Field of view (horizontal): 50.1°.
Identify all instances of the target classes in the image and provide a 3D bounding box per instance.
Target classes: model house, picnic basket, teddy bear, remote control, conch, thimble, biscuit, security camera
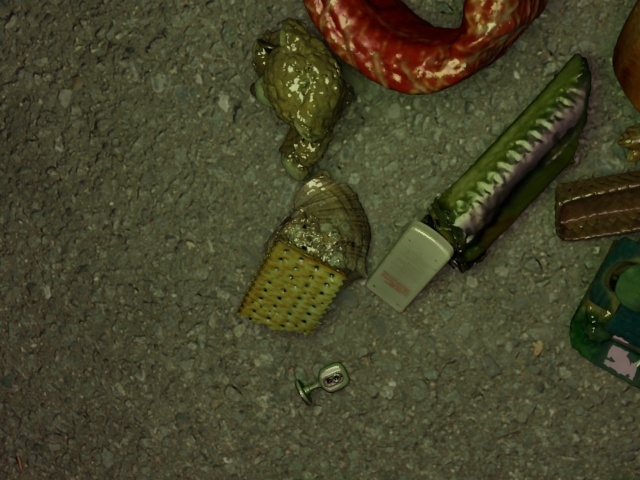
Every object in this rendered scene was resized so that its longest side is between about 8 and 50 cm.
[{"bbox_3d":[0.551,0.144,0.998,0.312,0.280,0.245,29,100,9],"label":"model house"},{"bbox_3d":[0.471,-0.060,1.092,0.193,0.055,0.110,-9,135,14],"label":"picnic basket"},{"bbox_3d":[-0.029,-0.236,1.097,0.156,0.256,0.267,-15,93,8],"label":"teddy bear"},{"bbox_3d":[0.148,0.045,1.148,0.087,0.029,0.190,37,138,6],"label":"remote control"},{"bbox_3d":[0.000,0.000,1.189,0.178,0.163,0.245,16,81,-24],"label":"conch"},{"bbox_3d":[0.160,-0.405,1.011,0.350,0.230,0.350,13,118,25],"label":"thimble"},{"bbox_3d":[-0.050,0.091,1.147,0.144,0.016,0.203,27,129,-1],"label":"biscuit"},{"bbox_3d":[0.006,0.256,1.240,0.092,0.058,0.058,-31,89,4],"label":"security camera"}]

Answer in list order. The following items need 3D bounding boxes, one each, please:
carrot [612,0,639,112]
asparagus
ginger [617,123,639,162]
[{"bbox_3d":[0.597,-0.266,1.006,0.307,0.100,0.258,26,73,11],"label":"carrot"},{"bbox_3d":[0.319,-0.118,1.110,0.128,0.108,0.382,43,101,6],"label":"asparagus"},{"bbox_3d":[0.637,-0.168,1.058,0.333,0.080,0.166,7,102,7],"label":"ginger"}]
